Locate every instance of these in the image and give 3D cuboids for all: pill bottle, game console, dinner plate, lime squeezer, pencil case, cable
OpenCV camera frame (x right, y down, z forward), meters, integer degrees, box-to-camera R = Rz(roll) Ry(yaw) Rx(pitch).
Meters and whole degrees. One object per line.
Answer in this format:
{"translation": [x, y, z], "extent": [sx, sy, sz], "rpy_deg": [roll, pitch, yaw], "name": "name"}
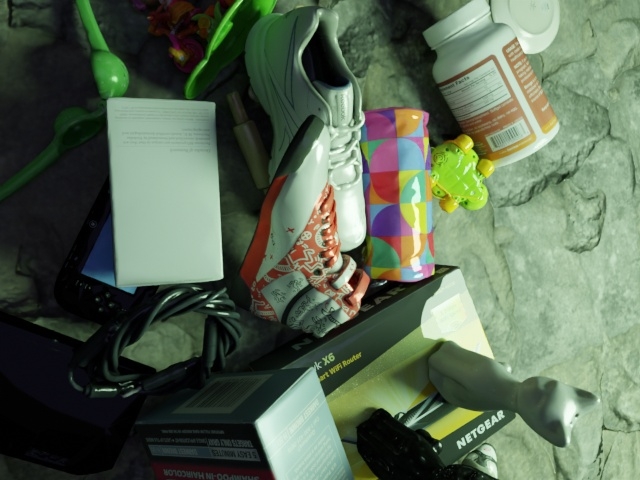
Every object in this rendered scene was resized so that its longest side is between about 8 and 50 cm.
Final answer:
{"translation": [0.235, -0.222, 0.745], "extent": [0.121, 0.121, 0.216], "rpy_deg": [-36, 103, -17], "name": "pill bottle"}
{"translation": [-0.265, 0.066, 0.595], "extent": [0.213, 0.044, 0.362], "rpy_deg": [26, 81, -20], "name": "game console"}
{"translation": [0.331, -0.369, 0.837], "extent": [0.141, 0.017, 0.141], "rpy_deg": [-1, 91, -23], "name": "dinner plate"}
{"translation": [-0.279, -0.157, 0.579], "extent": [0.109, 0.059, 0.311], "rpy_deg": [20, 84, -21], "name": "lime squeezer"}
{"translation": [0.096, -0.056, 0.699], "extent": [0.104, 0.104, 0.237], "rpy_deg": [-3, 95, -21], "name": "pencil case"}
{"translation": [-0.153, 0.112, 0.542], "extent": [0.184, 0.047, 0.150], "rpy_deg": [-41, 135, 17], "name": "cable"}

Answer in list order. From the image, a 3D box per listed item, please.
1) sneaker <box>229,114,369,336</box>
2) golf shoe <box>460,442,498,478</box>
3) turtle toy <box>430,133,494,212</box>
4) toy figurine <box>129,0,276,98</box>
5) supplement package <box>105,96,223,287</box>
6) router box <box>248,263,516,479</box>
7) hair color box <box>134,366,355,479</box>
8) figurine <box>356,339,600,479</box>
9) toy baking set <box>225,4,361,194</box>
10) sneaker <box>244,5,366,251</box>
{"translation": [0.000, 0.000, 0.593], "extent": [0.144, 0.090, 0.270], "rpy_deg": [24, 126, -1], "name": "sneaker"}
{"translation": [0.221, 0.370, 0.754], "extent": [0.086, 0.067, 0.186], "rpy_deg": [-39, 142, -43], "name": "golf shoe"}
{"translation": [0.196, -0.090, 0.760], "extent": [0.130, 0.066, 0.095], "rpy_deg": [42, 100, -20], "name": "turtle toy"}
{"translation": [-0.162, -0.283, 0.612], "extent": [0.159, 0.130, 0.173], "rpy_deg": [40, 101, -4], "name": "toy figurine"}
{"translation": [-0.165, -0.046, 0.554], "extent": [0.105, 0.105, 0.180], "rpy_deg": [-3, 90, -20], "name": "supplement package"}
{"translation": [0.093, 0.205, 0.717], "extent": [0.308, 0.081, 0.243], "rpy_deg": [-27, 100, -19], "name": "router box"}
{"translation": [-0.047, 0.341, 0.596], "extent": [0.113, 0.185, 0.375], "rpy_deg": [-31, 105, -54], "name": "hair color box"}
{"translation": [0.173, 0.214, 0.591], "extent": [0.215, 0.209, 0.092], "rpy_deg": [-40, 104, -17], "name": "figurine"}
{"translation": [-0.026, -0.160, 0.695], "extent": [0.196, 0.030, 0.256], "rpy_deg": [-33, 108, -24], "name": "toy baking set"}
{"translation": [-0.003, -0.123, 0.618], "extent": [0.111, 0.129, 0.297], "rpy_deg": [-26, 107, -28], "name": "sneaker"}
